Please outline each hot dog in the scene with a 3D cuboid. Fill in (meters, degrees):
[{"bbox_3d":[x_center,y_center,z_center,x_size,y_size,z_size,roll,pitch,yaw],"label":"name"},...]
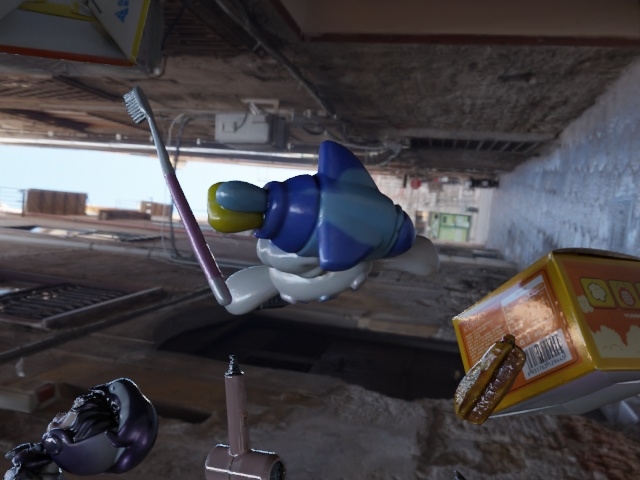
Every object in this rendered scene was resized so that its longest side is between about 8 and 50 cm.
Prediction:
[{"bbox_3d":[0.238,0.197,0.763,0.038,0.062,0.144,-77,13,-74],"label":"hot dog"}]

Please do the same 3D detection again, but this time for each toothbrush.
[{"bbox_3d":[-0.165,-0.054,0.613,0.286,0.025,0.020,64,-167,13],"label":"toothbrush"}]

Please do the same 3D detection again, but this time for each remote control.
[{"bbox_3d":[-0.157,0.150,1.499,0.266,0.066,0.090,8,-112,-64],"label":"remote control"}]

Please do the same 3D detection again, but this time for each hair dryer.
[{"bbox_3d":[-0.194,0.457,1.341,0.107,0.189,0.344,-12,-81,-62],"label":"hair dryer"}]

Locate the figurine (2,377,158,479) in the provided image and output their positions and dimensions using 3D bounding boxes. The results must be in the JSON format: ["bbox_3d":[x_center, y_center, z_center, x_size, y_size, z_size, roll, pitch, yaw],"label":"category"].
[{"bbox_3d":[-0.367,0.321,0.850,0.145,0.222,0.145,54,173,10],"label":"figurine"}]

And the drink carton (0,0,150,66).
[{"bbox_3d":[-0.305,-0.285,0.455,0.154,0.351,0.111,-17,-39,-55],"label":"drink carton"}]

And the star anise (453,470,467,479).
[{"bbox_3d":[0.229,0.418,0.744,0.212,0.073,0.197,-48,52,46],"label":"star anise"}]

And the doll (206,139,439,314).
[{"bbox_3d":[0.004,0.007,0.827,0.187,0.376,0.365,58,172,27],"label":"doll"}]

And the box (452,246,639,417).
[{"bbox_3d":[0.430,0.173,0.948,0.283,0.259,0.214,128,140,-51],"label":"box"}]
